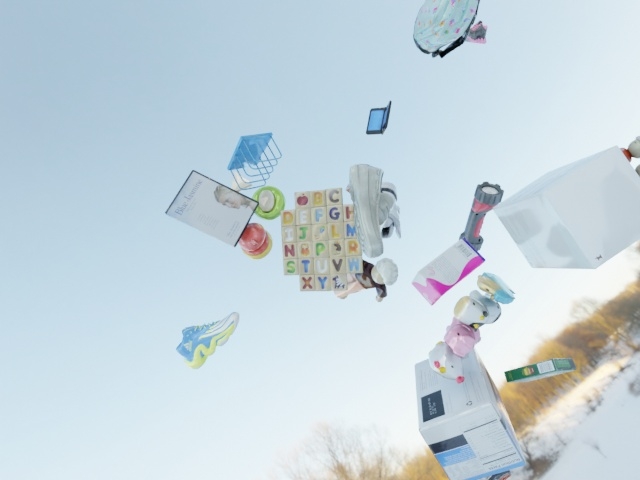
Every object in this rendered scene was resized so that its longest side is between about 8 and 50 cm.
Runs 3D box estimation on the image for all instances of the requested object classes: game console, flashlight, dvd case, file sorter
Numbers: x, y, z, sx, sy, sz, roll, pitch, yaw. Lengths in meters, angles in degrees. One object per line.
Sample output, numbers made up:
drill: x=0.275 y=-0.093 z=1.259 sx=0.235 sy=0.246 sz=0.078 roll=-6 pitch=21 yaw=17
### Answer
game console: x=0.238 y=-0.502 z=1.669 sx=0.107 sy=0.071 sz=0.122 roll=119 pitch=162 yaw=-80
flashlight: x=0.634 y=-0.081 z=1.616 sx=0.103 sy=0.103 sz=0.304 roll=-27 pitch=-44 yaw=-27
dvd case: x=-0.356 y=-0.108 z=1.357 sx=0.181 sy=0.252 sz=0.022 roll=-65 pitch=2 yaw=-19
file sorter: x=-0.219 y=-0.263 z=1.372 sx=0.118 sy=0.105 sz=0.170 roll=-19 pitch=-17 yaw=-36

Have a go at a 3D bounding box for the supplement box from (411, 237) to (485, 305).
supplement box: x=0.438 y=0.108 z=1.407 sx=0.220 sy=0.111 sz=0.114 roll=-32 pitch=-21 yaw=-19

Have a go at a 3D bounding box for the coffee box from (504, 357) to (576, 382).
coffee box: x=0.706 y=0.422 z=1.320 sx=0.113 sy=0.041 sz=0.184 roll=8 pitch=-32 yaw=-30

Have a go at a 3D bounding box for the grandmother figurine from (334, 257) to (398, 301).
grandmother figurine: x=0.153 y=0.135 z=1.412 sx=0.104 sy=0.207 sz=0.342 roll=-55 pitch=13 yaw=-28

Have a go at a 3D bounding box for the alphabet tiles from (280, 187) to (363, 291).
alphabet tiles: x=0.000 y=0.000 z=1.374 sx=0.011 sy=0.284 sz=0.343 roll=-2 pitch=-91 yaw=-70

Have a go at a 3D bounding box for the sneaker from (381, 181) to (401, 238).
sneaker: x=0.280 y=-0.080 z=1.772 sx=0.137 sy=0.210 sz=0.366 roll=-3 pitch=-25 yaw=11

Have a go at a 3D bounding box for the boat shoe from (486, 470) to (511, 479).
boat shoe: x=0.506 y=0.719 z=1.192 sx=0.137 sy=0.043 sz=0.049 roll=-39 pitch=-60 yaw=3

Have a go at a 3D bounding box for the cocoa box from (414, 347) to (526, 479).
cocoa box: x=0.458 y=0.540 z=1.308 sx=0.231 sy=0.228 sz=0.347 roll=-29 pitch=8 yaw=17

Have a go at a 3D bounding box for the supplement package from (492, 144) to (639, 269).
supplement package: x=0.605 y=-0.065 z=0.991 sx=0.198 sy=0.199 sz=0.263 roll=-33 pitch=-3 yaw=-2

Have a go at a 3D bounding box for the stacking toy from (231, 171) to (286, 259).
stacking toy: x=-0.288 y=-0.112 z=1.470 sx=0.280 sy=0.308 sz=0.130 roll=-63 pitch=-13 yaw=-9

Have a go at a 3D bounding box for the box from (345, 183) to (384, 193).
box: x=0.164 y=-0.153 z=1.372 sx=0.137 sy=0.094 sz=0.027 roll=35 pitch=-116 yaw=-21

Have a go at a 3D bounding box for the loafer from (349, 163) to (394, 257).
loafer: x=0.141 y=-0.091 z=1.076 sx=0.111 sy=0.320 sz=0.112 roll=-3 pitch=-39 yaw=0

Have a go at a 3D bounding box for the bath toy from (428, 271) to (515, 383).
bath toy: x=0.409 y=0.259 z=1.136 sx=0.151 sy=0.129 sz=0.348 roll=9 pitch=-61 yaw=-21

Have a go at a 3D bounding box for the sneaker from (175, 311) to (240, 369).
sneaker: x=-0.378 y=0.307 z=1.338 sx=0.126 sy=0.091 sz=0.240 roll=42 pitch=-92 yaw=-15

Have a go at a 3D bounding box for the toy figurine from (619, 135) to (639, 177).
toy figurine: x=0.819 y=-0.137 z=1.045 sx=0.148 sy=0.210 sz=0.213 roll=-29 pitch=-38 yaw=30

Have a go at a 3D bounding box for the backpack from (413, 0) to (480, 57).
backpack: x=0.303 y=-0.545 z=1.002 sx=0.115 sy=0.182 sz=0.152 roll=8 pitch=-77 yaw=-13

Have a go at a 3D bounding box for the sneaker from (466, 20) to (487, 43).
sneaker: x=0.425 y=-0.576 z=1.125 sx=0.119 sy=0.047 sz=0.057 roll=-22 pitch=-48 yaw=-41
